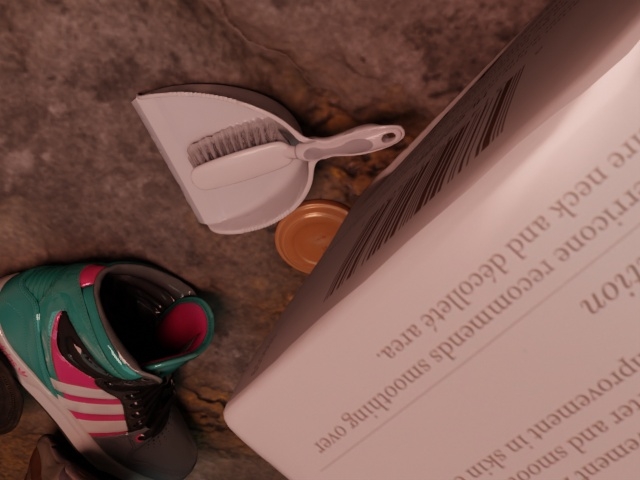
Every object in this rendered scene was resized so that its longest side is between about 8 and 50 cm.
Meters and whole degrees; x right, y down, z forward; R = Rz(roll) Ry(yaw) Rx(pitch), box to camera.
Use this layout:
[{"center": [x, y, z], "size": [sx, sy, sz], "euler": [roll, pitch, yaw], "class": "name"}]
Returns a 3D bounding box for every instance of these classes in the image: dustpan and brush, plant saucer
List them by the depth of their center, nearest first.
[{"center": [-0.035, -0.072, 0.677], "size": [0.211, 0.060, 0.147], "euler": [-14, 126, 15], "class": "dustpan and brush"}, {"center": [0.000, 0.000, 0.764], "size": [0.083, 0.013, 0.084], "euler": [2, 129, 2], "class": "plant saucer"}]

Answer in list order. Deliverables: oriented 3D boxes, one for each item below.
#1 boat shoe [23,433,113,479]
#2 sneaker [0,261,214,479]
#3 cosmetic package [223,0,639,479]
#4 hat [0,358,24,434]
[{"center": [-0.264, 0.278, 0.845], "size": [0.123, 0.116, 0.324], "euler": [39, 164, -9], "class": "boat shoe"}, {"center": [-0.165, 0.127, 0.813], "size": [0.178, 0.124, 0.295], "euler": [-17, 125, 28], "class": "sneaker"}, {"center": [0.224, 0.063, 0.539], "size": [0.393, 0.327, 0.329], "euler": [42, 122, -5], "class": "cosmetic package"}, {"center": [-0.449, 0.150, 0.785], "size": [0.331, 0.134, 0.331], "euler": [13, 144, 9], "class": "hat"}]
